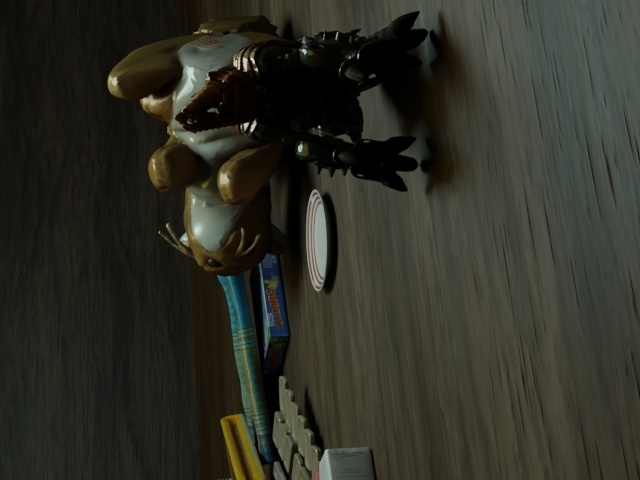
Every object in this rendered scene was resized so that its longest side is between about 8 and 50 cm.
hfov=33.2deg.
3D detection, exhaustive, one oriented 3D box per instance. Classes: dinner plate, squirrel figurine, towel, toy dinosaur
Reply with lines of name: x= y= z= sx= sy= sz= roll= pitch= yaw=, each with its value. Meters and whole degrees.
dinner plate: x=0.000 y=0.000 z=1.486 sx=0.141 sy=0.017 sz=0.141 roll=180 pitch=90 yaw=-79
squirrel figurine: x=-0.141 y=-0.147 z=1.713 sx=0.397 sy=0.281 sz=0.370 roll=-84 pitch=-12 yaw=-62
towel: x=-0.138 y=0.215 z=1.951 sx=0.271 sy=0.040 sz=0.370 roll=128 pitch=132 yaw=-80
toy dinosaur: x=-0.021 y=-0.134 z=1.051 sx=0.322 sy=0.218 sz=0.164 roll=-47 pitch=-41 yaw=-40

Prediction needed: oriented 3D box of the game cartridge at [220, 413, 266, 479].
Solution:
game cartridge: x=-0.114 y=0.503 z=1.873 sx=0.285 sy=0.053 sz=0.323 roll=-132 pitch=34 yaw=-73

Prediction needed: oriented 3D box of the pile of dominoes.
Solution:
pile of dominoes: x=-0.016 y=0.344 z=1.604 sx=0.251 sy=0.040 sz=0.196 roll=-123 pitch=34 yaw=-54

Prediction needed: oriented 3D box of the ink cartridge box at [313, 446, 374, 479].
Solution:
ink cartridge box: x=0.033 y=0.324 z=1.260 sx=0.099 sy=0.056 sz=0.135 roll=107 pitch=159 yaw=-56

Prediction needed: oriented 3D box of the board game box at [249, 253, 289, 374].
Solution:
board game box: x=-0.092 y=0.115 z=1.884 sx=0.136 sy=0.035 sz=0.201 roll=104 pitch=160 yaw=-53

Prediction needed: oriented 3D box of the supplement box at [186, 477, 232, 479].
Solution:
supplement box: x=-0.208 y=0.531 z=2.106 sx=0.081 sy=0.188 sz=0.104 roll=-128 pitch=39 yaw=-72
